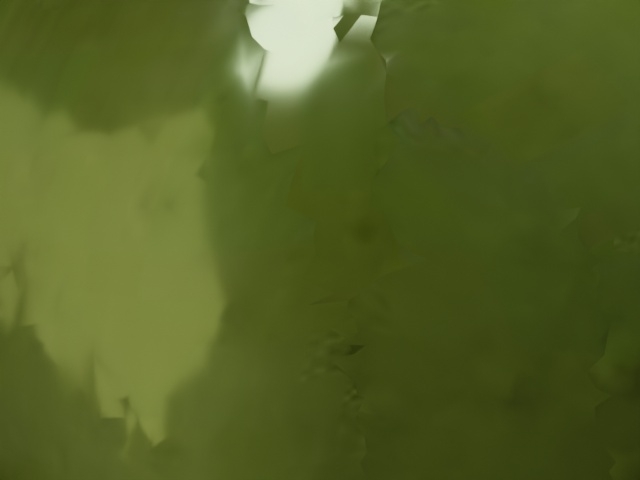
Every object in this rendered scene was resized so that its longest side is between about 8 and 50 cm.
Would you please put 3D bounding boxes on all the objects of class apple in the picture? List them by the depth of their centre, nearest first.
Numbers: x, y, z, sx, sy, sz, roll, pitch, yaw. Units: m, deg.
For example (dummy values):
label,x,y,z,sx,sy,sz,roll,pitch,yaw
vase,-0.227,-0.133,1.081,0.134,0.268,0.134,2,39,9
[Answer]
label,x,y,z,sx,sy,sz,roll,pitch,yaw
apple,0.016,0.052,0.530,0.320,0.311,0.360,-81,-12,-69
